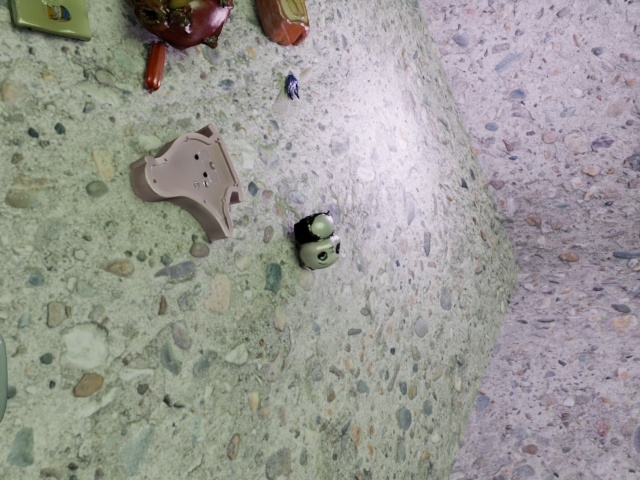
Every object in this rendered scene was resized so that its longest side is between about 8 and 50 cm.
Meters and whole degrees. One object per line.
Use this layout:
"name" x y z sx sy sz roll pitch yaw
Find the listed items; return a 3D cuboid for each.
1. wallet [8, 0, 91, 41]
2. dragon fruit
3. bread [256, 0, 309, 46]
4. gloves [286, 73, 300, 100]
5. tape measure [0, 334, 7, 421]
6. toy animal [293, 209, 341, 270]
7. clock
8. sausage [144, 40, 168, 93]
"wallet" -0.593 -0.502 1.077 0.155 0.039 0.110 -9 92 -50
"dragon fruit" -0.344 -0.615 1.259 0.250 0.250 0.314 38 36 -38
"bread" -0.129 -0.790 1.636 0.190 0.123 0.244 -18 94 -49
"gloves" -0.094 -0.523 1.687 0.064 0.026 0.086 13 71 -50
"tape measure" -0.640 0.249 0.774 0.246 0.125 0.243 18 75 -44
"toy animal" 0.000 0.000 1.586 0.166 0.138 0.179 -18 90 -34
"clock" -0.326 -0.126 1.274 0.275 0.080 0.290 -38 109 -47
"sausage" -0.422 -0.438 1.259 0.048 0.050 0.145 92 0 -73
